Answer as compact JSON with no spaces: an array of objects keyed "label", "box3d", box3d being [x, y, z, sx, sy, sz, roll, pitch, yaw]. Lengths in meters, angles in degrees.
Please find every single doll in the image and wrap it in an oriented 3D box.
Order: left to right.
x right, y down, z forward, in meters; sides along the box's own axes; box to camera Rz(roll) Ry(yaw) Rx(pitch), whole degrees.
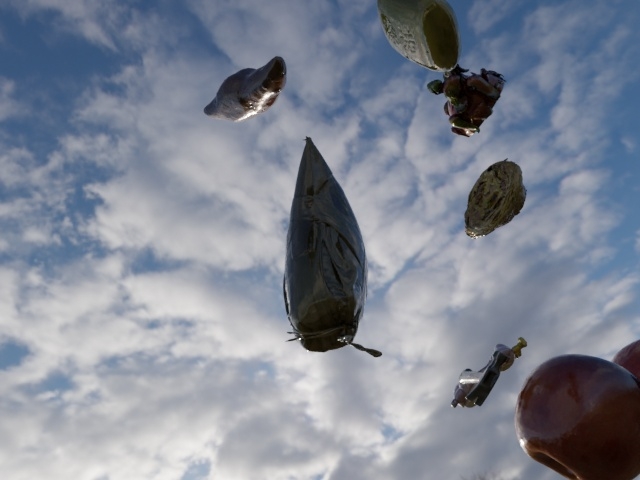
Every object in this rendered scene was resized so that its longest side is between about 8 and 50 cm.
[{"label":"doll","box3d":[0.593,0.477,1.828,0.365,0.094,0.160,-35,-33,-23]}]

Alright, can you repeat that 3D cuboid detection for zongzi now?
[{"label":"zongzi","box3d":[-0.022,0.005,1.211,0.219,0.500,0.466,-15,-76,9]}]

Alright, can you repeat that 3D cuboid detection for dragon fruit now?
[{"label":"dragon fruit","box3d":[0.265,-0.257,0.894,0.175,0.142,0.138,25,-101,-28]}]

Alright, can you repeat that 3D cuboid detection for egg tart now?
[{"label":"egg tart","box3d":[0.255,-0.054,0.734,0.050,0.128,0.128,23,-58,-10]}]

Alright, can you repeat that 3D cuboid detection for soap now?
[{"label":"soap","box3d":[0.105,-0.239,0.567,0.045,0.140,0.089,-35,-48,0]}]

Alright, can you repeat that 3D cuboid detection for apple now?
[{"label":"apple","box3d":[0.455,0.308,0.882,0.201,0.218,0.218,-55,-37,-19]}]

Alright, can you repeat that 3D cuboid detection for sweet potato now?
[{"label":"sweet potato","box3d":[-0.163,-0.331,1.146,0.112,0.112,0.359,18,-15,-40]}]

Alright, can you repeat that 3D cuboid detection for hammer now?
[{"label":"hammer","box3d":[0.339,0.297,1.103,0.111,0.033,0.287,-57,-13,-8]}]

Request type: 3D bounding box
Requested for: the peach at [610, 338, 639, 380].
[{"label":"peach","box3d":[0.811,0.347,1.203,0.281,0.238,0.280,-49,-25,-33]}]
